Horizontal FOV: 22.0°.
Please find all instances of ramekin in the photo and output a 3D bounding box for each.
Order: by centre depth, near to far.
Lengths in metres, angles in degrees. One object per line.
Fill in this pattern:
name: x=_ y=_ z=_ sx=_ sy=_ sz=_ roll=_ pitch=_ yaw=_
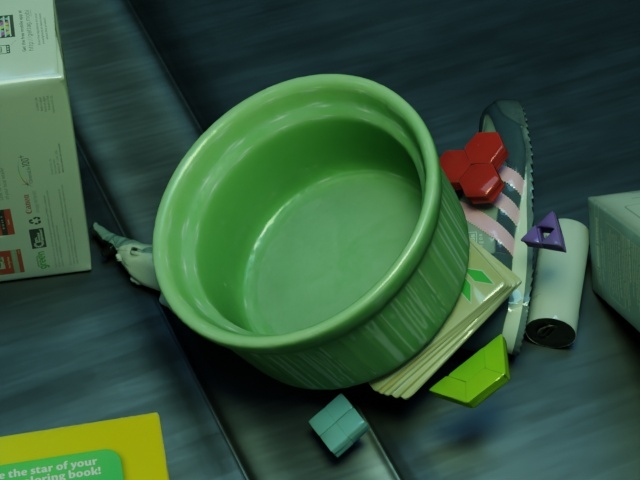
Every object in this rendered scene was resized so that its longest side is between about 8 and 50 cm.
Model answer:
ramekin: x=0.000 y=0.000 z=1.632 sx=0.303 sy=0.148 sz=0.303 roll=-14 pitch=55 yaw=21

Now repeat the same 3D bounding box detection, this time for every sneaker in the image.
sneaker: x=0.159 y=-0.027 z=1.754 sx=0.131 sy=0.112 sz=0.319 roll=4 pitch=53 yaw=1

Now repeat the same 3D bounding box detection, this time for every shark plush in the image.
shark plush: x=-0.177 y=0.025 z=1.756 sx=0.161 sy=0.073 sz=0.067 roll=12 pitch=28 yaw=26

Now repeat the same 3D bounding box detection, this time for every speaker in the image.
speaker: x=0.251 y=0.045 z=1.738 sx=0.055 sy=0.055 sz=0.136 roll=11 pitch=53 yaw=6

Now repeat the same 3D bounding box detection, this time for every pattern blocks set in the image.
pattern blocks set: x=0.097 y=0.058 z=1.657 sx=0.325 sy=0.026 sz=0.285 roll=-33 pitch=51 yaw=6

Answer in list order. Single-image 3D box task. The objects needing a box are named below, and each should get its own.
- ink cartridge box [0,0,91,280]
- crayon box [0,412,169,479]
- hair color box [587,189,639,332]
ink cartridge box: x=-0.382 y=-0.090 z=1.655 sx=0.272 sy=0.309 sz=0.130 roll=-7 pitch=54 yaw=-8
crayon box: x=-0.300 y=0.327 z=1.459 sx=0.363 sy=0.106 sz=0.313 roll=-8 pitch=46 yaw=-8
hair color box: x=0.405 y=0.040 z=1.588 sx=0.185 sy=0.113 sz=0.374 roll=-7 pitch=15 yaw=-7
